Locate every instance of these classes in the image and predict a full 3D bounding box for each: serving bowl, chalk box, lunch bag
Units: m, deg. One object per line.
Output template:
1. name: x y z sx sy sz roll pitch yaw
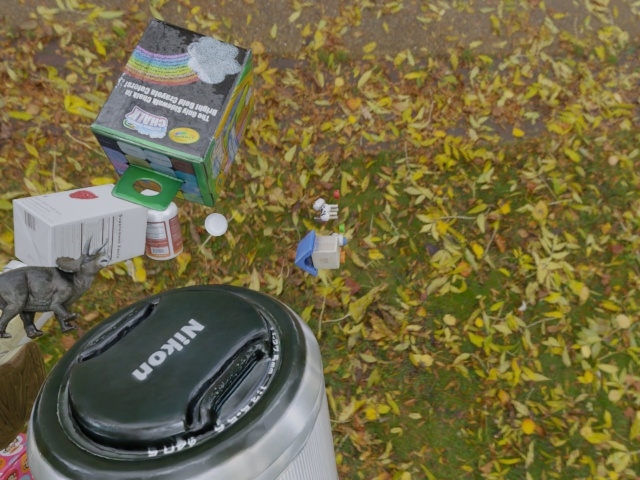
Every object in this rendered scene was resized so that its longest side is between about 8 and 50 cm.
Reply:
1. serving bowl: -0.377 -0.060 1.758 0.084 0.027 0.083 2 102 8
2. chalk box: -0.241 -0.177 0.803 0.181 0.179 0.288 19 70 0
3. lunch bag: -0.992 0.790 1.506 0.120 0.293 0.257 9 112 11

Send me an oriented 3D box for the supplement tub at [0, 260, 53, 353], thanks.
1. supplement tub: -1.003 0.243 1.521 0.229 0.228 0.316 29 57 -2

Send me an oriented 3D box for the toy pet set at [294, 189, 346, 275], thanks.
1. toy pet set: 0.000 0.000 0.757 0.065 0.122 0.114 -2 45 10

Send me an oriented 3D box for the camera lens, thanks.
1. camera lens: -0.096 0.194 0.424 0.220 0.274 0.219 -5 31 3

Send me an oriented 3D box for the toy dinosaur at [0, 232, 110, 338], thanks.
1. toy dinosaur: -0.575 0.109 0.970 0.314 0.121 0.160 -14 69 -20

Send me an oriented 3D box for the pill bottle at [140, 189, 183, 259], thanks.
1. pill bottle: -0.516 -0.055 1.553 0.121 0.216 0.121 1 30 -1

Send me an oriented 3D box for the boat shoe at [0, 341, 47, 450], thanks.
1. boat shoe: -0.387 0.183 0.563 0.090 0.285 0.104 -13 85 -18

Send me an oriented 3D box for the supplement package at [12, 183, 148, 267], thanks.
1. supplement package: -0.665 -0.033 1.355 0.178 0.175 0.293 27 27 25
